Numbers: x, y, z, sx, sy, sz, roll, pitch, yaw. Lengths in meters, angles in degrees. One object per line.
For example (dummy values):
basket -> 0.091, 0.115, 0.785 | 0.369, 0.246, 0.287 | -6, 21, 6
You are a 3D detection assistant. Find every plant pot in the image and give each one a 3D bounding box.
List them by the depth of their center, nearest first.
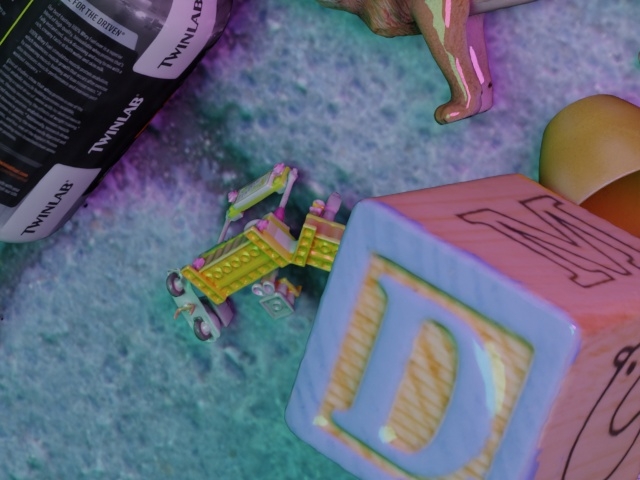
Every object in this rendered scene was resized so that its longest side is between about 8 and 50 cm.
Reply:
plant pot -> 0.221, -0.056, 1.382 | 0.134, 0.134, 0.095 | -39, 56, 27

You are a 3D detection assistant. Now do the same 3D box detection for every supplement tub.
supplement tub -> -0.216, -0.176, 1.534 | 0.207, 0.207, 0.338 | 49, 117, 12

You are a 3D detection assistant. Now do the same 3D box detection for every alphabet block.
alphabet block -> 0.124, 0.079, 1.254 | 0.193, 0.197, 0.192 | 33, 117, 30

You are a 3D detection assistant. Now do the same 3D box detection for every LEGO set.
LEGO set -> 0.000, 0.000, 1.533 | 0.287, 0.107, 0.132 | -8, 129, 24

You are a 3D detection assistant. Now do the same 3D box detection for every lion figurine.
lion figurine -> 0.156, -0.230, 1.379 | 0.392, 0.142, 0.240 | -14, 93, 22

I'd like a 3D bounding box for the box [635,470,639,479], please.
box -> 0.343, 0.259, 1.351 | 0.154, 0.142, 0.300 | -13, 93, 29
